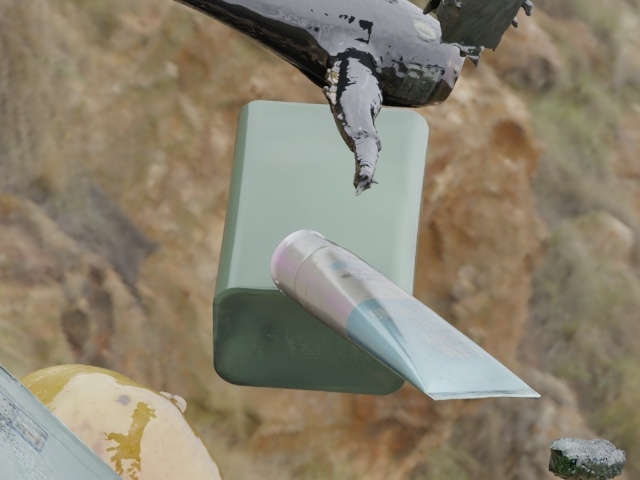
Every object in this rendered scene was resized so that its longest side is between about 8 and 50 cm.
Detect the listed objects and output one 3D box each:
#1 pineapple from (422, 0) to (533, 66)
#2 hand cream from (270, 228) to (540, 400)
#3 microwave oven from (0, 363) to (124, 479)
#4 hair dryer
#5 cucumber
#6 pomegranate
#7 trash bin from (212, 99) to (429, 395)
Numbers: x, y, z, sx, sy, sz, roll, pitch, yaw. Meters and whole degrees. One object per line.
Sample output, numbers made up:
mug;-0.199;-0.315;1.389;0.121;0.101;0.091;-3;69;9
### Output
pineapple;0.106;-0.262;1.162;0.158;0.158;0.279;25;50;-34
hand cream;0.057;0.070;1.389;0.111;0.070;0.312;3;16;-34
microwave oven;-0.231;0.249;1.147;0.295;0.181;0.237;45;9;-10
hair dryer;-0.003;-0.148;1.418;0.303;0.120;0.359;20;28;-15
cucumber;0.253;0.209;1.499;0.044;0.043;0.256;24;0;21
pomegranate;-0.262;0.291;1.865;0.342;0.342;0.342;32;16;-10
trash bin;0.000;0.000;1.723;0.223;0.158;0.343;4;34;3
